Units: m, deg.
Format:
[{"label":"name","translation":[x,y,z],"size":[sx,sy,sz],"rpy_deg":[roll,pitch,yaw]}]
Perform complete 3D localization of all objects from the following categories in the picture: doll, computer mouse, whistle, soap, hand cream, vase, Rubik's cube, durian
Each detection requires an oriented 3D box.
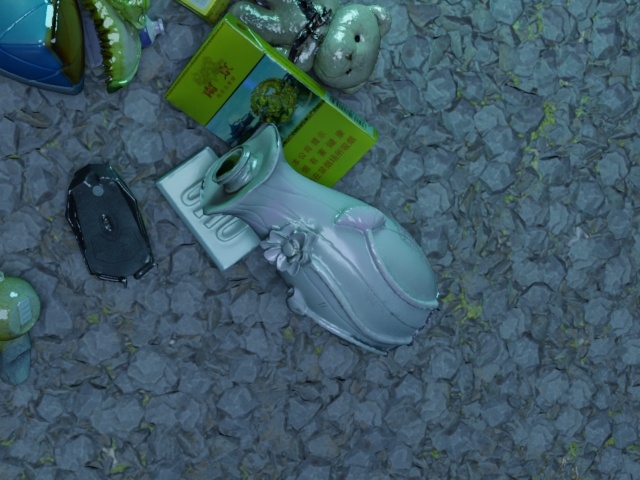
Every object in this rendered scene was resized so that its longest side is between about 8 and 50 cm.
[{"label":"doll","translation":[-0.024,-0.368,1.466],"size":[0.278,0.149,0.175],"rpy_deg":[24,119,-6]},{"label":"computer mouse","translation":[-0.362,-0.028,1.469],"size":[0.126,0.071,0.231],"rpy_deg":[-15,112,2]},{"label":"whistle","translation":[-0.542,0.148,1.442],"size":[0.123,0.123,0.223],"rpy_deg":[-5,119,-14]},{"label":"soap","translation":[-0.191,-0.058,1.508],"size":[0.119,0.066,0.198],"rpy_deg":[-37,107,-4]},{"label":"hand cream","translation":[-0.333,-0.350,1.433],"size":[0.142,0.053,0.084],"rpy_deg":[-12,103,-2]},{"label":"vase","translation":[0.000,0.000,1.446],"size":[0.445,0.250,0.250],"rpy_deg":[41,88,-29]},{"label":"Rubik's cube","translation":[-0.488,-0.366,1.325],"size":[0.254,0.254,0.254],"rpy_deg":[-3,100,-14]},{"label":"durian","translation":[-0.338,-0.426,1.359],"size":[0.132,0.106,0.375],"rpy_deg":[-3,88,-16]}]

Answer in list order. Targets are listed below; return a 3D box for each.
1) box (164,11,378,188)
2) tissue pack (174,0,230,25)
[{"label":"box","translation":[-0.084,-0.222,1.474],"size":[0.335,0.047,0.187],"rpy_deg":[36,121,-17]},{"label":"tissue pack","translation":[-0.177,-0.466,1.427],"size":[0.095,0.062,0.176],"rpy_deg":[33,91,8]}]
